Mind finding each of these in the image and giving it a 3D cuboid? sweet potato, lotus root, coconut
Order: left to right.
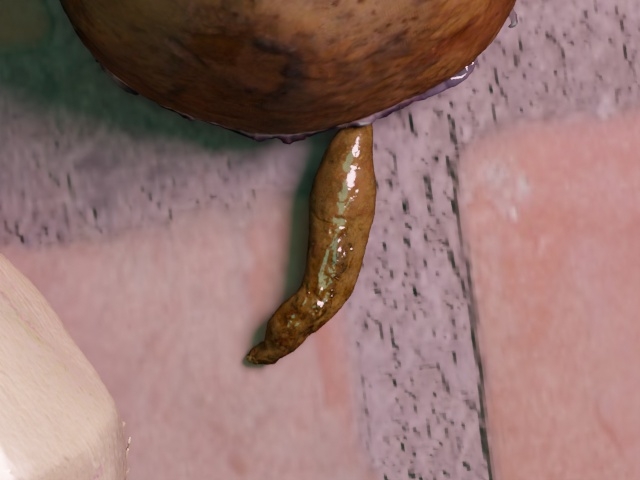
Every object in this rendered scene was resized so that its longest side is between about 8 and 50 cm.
[{"bbox_3d":[-0.218,0.091,0.849,0.227,0.227,0.230,-40,101,-3],"label":"coconut"},{"bbox_3d":[-0.012,-0.191,0.876,0.272,0.192,0.272,0,77,0],"label":"lotus root"},{"bbox_3d":[0.004,0.003,0.958,0.041,0.038,0.153,24,95,37],"label":"sweet potato"}]
